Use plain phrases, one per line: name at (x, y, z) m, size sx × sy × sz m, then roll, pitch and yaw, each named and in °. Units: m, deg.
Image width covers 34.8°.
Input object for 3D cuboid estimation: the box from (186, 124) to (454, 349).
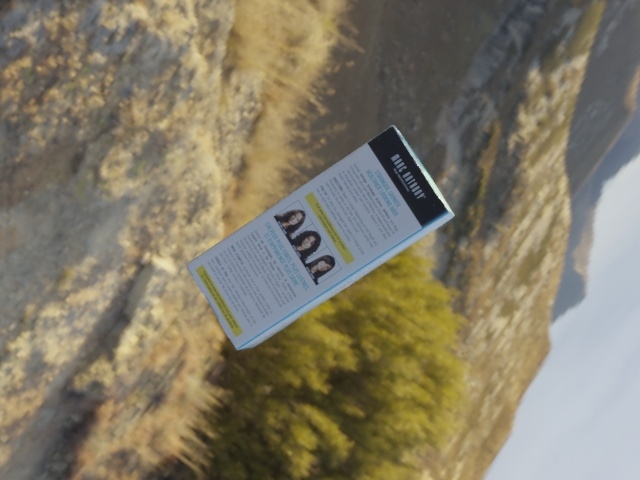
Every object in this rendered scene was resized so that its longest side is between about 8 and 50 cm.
box at (0.000, 0.000, 0.989) m, size 0.244 × 0.100 × 0.060 m, roll -33°, pitch 170°, yaw 8°
